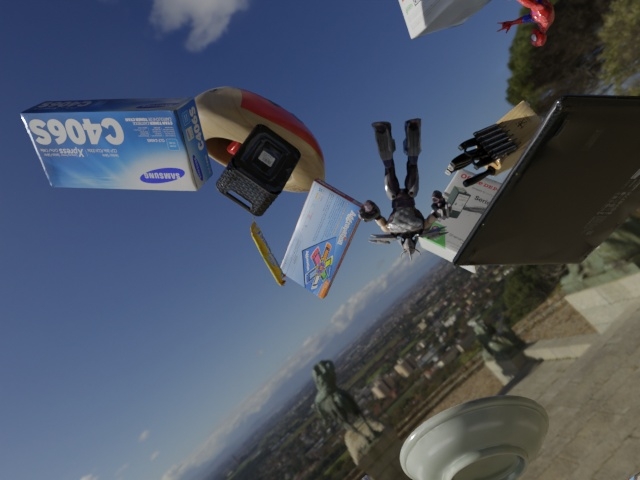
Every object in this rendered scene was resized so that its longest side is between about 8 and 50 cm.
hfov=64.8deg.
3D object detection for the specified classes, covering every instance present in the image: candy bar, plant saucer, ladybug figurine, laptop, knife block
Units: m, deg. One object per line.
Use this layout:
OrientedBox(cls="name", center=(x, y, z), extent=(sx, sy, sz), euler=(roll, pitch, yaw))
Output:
OrientedBox(cls="candy bar", center=(-0.105, 0.026, 1.008), extent=(0.018, 0.161, 0.040), euler=(-17, 34, 12))
OrientedBox(cls="plant saucer", center=(0.407, 0.553, 1.287), extent=(0.400, 0.400, 0.100), euler=(-48, 32, 25))
OrientedBox(cls="ladybug figurine", center=(-0.163, -0.280, 1.405), extent=(0.305, 0.449, 0.162), euler=(-6, 62, 53))
OrientedBox(cls="laptop", center=(0.447, -0.155, 0.850), extent=(0.408, 0.236, 0.382), euler=(-1, -35, -10))
OrientedBox(cls="knife block", center=(0.447, -0.221, 1.257), extent=(0.242, 0.088, 0.276), euler=(-41, -21, 26))

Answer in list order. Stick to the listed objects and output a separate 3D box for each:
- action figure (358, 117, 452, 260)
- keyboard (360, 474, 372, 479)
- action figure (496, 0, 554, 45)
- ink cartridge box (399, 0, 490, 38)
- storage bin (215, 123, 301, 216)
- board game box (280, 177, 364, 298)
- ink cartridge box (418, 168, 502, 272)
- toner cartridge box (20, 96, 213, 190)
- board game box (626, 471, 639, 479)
OrientedBox(cls="action figure", center=(0.165, -0.098, 1.026), extent=(0.185, 0.285, 0.099), euler=(-7, 5, 3))
OrientedBox(cls="keyboard", center=(0.035, 0.644, 1.136), extent=(0.256, 0.072, 0.014), euler=(-36, -41, -19))
OrientedBox(cls="action figure", center=(0.454, -0.575, 1.122), extent=(0.139, 0.280, 0.091), euler=(1, 14, 29))
OrientedBox(cls="ink cartridge box", center=(0.231, -0.552, 0.871), extent=(0.130, 0.272, 0.309), euler=(-21, 5, -14))
OrientedBox(cls="storage bin", center=(-0.132, -0.156, 1.101), extent=(0.084, 0.122, 0.180), euler=(-45, 16, 41))
OrientedBox(cls="board game box", center=(0.000, 0.000, 1.270), extent=(0.027, 0.145, 0.281), euler=(-31, -31, -56))
OrientedBox(cls="ink cartridge box", center=(0.491, -0.072, 1.690), extent=(0.289, 0.211, 0.121), euler=(-57, -29, -10))
OrientedBox(cls="toner cartridge box", center=(-0.401, -0.190, 0.999), extent=(0.075, 0.348, 0.165), euler=(-65, -27, -52))
OrientedBox(cls="board game box", center=(0.441, 0.419, 0.660), extent=(0.308, 0.086, 0.302), euler=(-24, -32, -45))
